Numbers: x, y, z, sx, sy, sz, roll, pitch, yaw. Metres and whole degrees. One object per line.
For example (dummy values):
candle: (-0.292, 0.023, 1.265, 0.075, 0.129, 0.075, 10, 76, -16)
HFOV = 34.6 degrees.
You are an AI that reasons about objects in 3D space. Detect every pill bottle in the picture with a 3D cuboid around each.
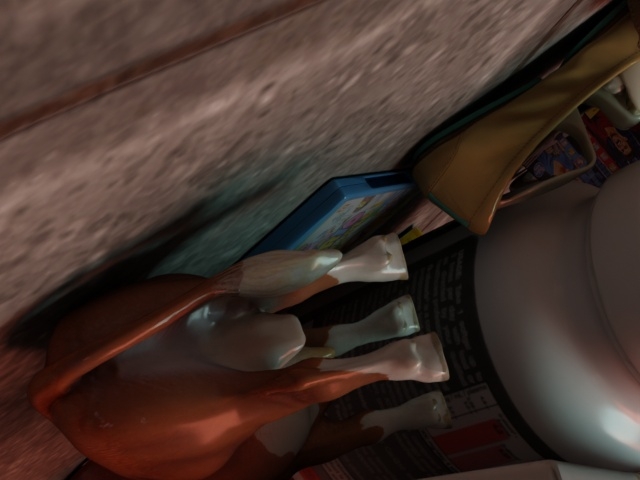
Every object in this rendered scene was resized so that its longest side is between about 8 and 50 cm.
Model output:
pill bottle: (0.139, 0.080, 0.748, 0.210, 0.210, 0.363, -28, 180, -44)

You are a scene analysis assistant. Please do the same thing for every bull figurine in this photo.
bull figurine: (-0.034, 0.079, 0.533, 0.188, 0.101, 0.310, -18, 167, 2)

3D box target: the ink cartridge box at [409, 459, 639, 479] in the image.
ink cartridge box: (0.081, 0.205, 0.574, 0.226, 0.131, 0.306, -16, 161, 25)

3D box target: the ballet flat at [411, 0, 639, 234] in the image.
ballet flat: (0.164, -0.084, 0.658, 0.232, 0.073, 0.080, -36, 169, -10)

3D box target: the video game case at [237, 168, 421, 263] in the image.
video game case: (0.000, 0.000, 0.640, 0.119, 0.015, 0.166, -41, 170, 21)

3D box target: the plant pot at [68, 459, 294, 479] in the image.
plant pot: (-0.073, 0.270, 0.917, 0.272, 0.265, 0.272, -36, 171, -6)

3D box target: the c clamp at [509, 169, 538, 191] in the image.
c clamp: (0.287, -0.095, 1.131, 0.161, 0.022, 0.137, -34, -165, -12)

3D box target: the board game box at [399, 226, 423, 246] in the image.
board game box: (0.059, 0.051, 1.052, 0.124, 0.039, 0.259, -37, 168, 0)

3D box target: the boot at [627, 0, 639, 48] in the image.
boot: (0.297, -0.192, 0.634, 0.305, 0.112, 0.115, -28, -171, -34)

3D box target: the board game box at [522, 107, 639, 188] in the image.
board game box: (0.295, -0.051, 0.941, 0.060, 0.194, 0.194, -34, 171, -20)
